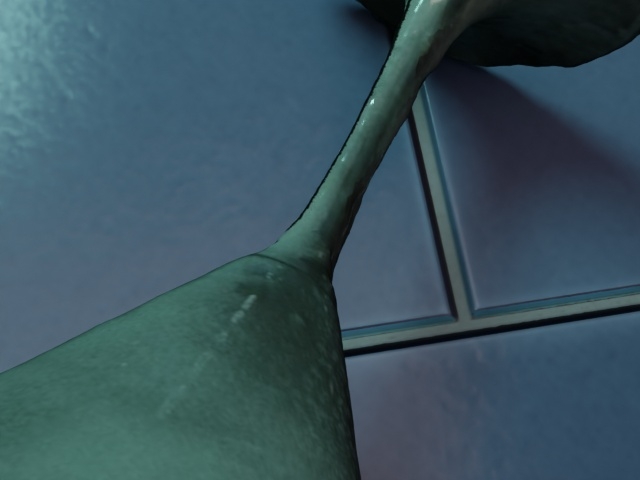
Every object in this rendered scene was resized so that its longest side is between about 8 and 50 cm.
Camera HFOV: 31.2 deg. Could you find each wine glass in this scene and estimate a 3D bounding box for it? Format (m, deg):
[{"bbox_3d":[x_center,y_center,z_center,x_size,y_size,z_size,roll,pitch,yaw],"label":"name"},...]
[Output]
[{"bbox_3d":[0.000,0.000,0.521,0.267,0.267,0.406,29,67,1],"label":"wine glass"}]
